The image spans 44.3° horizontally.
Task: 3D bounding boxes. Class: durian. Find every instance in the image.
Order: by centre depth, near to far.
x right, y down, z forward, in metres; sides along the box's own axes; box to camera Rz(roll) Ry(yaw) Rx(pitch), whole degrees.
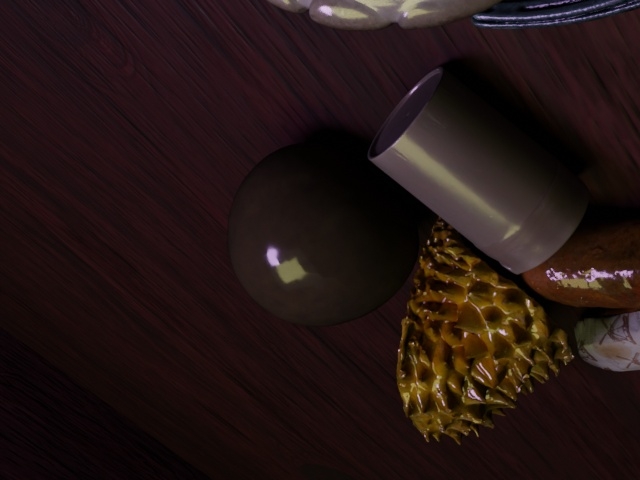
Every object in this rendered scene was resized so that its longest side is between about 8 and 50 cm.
[{"bbox_3d":[0.169,0.137,0.893,0.185,0.195,0.305,40,170,38],"label":"durian"}]

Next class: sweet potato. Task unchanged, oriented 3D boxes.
[{"bbox_3d":[0.311,0.011,0.727,0.292,0.097,0.097,-13,131,44],"label":"sweet potato"}]

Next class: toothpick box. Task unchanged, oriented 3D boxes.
[{"bbox_3d":[0.146,-0.063,0.728,0.181,0.111,0.111,37,150,-13],"label":"toothpick box"}]

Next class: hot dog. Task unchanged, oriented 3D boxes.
[{"bbox_3d":[0.362,0.106,0.872,0.099,0.053,0.192,37,153,-14],"label":"hot dog"}]

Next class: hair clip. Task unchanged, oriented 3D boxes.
[{"bbox_3d":[0.205,-0.180,0.563,0.070,0.039,0.229,43,149,-27],"label":"hair clip"}]

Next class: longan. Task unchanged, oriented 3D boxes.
[{"bbox_3d":[0.000,0.000,0.875,0.220,0.196,0.196,31,153,-29],"label":"longan"}]

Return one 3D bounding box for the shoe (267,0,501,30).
[{"bbox_3d":[-0.015,-0.267,0.479,0.351,0.172,0.198,19,147,13],"label":"shoe"}]
